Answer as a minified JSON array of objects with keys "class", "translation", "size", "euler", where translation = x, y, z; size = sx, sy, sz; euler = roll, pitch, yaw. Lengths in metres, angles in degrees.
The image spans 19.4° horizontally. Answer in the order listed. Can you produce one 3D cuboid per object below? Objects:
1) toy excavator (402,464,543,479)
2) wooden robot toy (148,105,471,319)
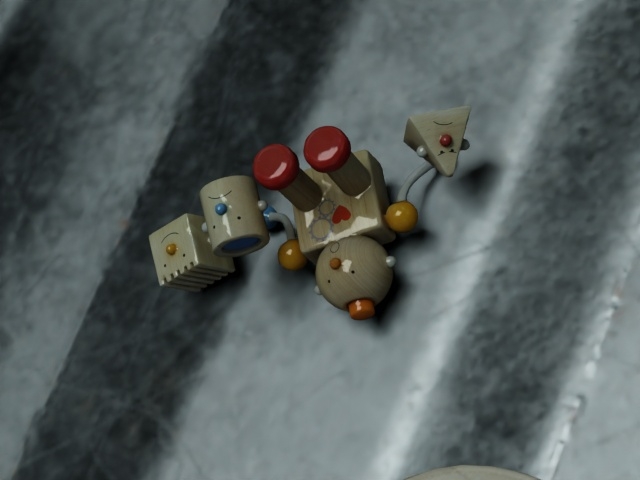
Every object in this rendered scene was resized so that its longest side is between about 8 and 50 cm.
[{"class":"toy excavator","translation":[-0.109,0.290,0.713],"size":[0.445,0.222,0.433],"euler":[5,67,14]},{"class":"wooden robot toy","translation":[0.000,0.000,0.862],"size":[0.173,0.076,0.079],"euler":[-20,69,18]}]
